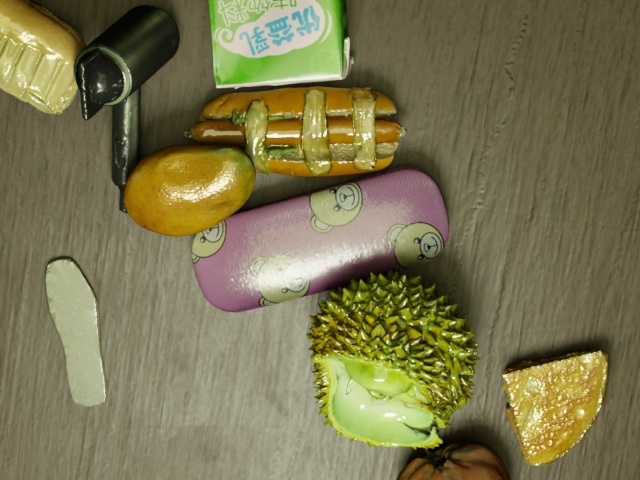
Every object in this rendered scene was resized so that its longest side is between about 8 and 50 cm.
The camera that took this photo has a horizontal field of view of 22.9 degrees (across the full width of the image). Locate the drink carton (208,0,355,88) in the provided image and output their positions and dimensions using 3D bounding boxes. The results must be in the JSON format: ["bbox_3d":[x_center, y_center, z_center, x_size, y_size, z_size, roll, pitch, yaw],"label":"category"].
[{"bbox_3d":[-0.050,-0.318,1.857,0.161,0.108,0.271,-3,100,6],"label":"drink carton"}]

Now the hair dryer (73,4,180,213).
[{"bbox_3d":[-0.238,-0.131,1.867,0.078,0.195,0.248,11,120,15],"label":"hair dryer"}]

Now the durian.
[{"bbox_3d":[0.088,0.140,1.887,0.200,0.237,0.176,13,55,29],"label":"durian"}]

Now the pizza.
[{"bbox_3d":[0.286,0.192,1.976,0.134,0.046,0.175,40,96,-7],"label":"pizza"}]

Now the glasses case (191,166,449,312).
[{"bbox_3d":[0.000,0.000,1.925,0.316,0.076,0.123,-15,95,3],"label":"glasses case"}]

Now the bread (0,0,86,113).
[{"bbox_3d":[-0.380,-0.246,1.851,0.236,0.140,0.106,32,94,-8],"label":"bread"}]

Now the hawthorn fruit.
[{"bbox_3d":[0.183,0.332,1.950,0.189,0.149,0.149,43,96,-10],"label":"hawthorn fruit"}]

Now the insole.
[{"bbox_3d":[-0.302,0.115,1.973,0.063,0.010,0.192,-10,100,2],"label":"insole"}]

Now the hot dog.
[{"bbox_3d":[-0.029,-0.131,1.910,0.270,0.072,0.109,-1,96,-2],"label":"hot dog"}]

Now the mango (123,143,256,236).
[{"bbox_3d":[-0.153,-0.061,1.880,0.165,0.089,0.115,-8,129,7],"label":"mango"}]
